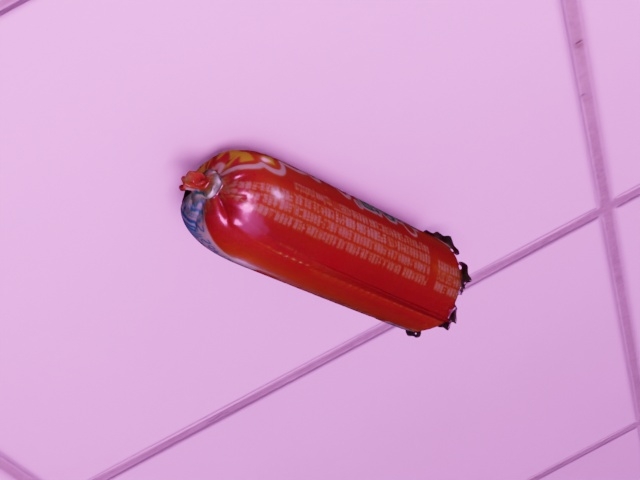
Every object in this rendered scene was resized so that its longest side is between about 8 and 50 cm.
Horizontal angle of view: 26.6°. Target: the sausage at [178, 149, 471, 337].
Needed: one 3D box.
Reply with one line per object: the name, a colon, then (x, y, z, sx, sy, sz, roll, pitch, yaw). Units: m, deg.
sausage: (0.000, 0.000, 0.870, 0.083, 0.083, 0.264, -40, 145, 19)
